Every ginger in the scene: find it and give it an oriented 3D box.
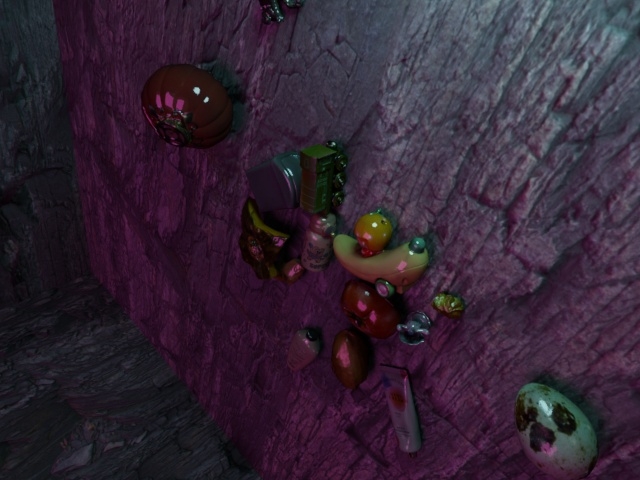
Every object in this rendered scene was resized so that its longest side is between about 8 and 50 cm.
[{"bbox_3d":[-0.119,0.109,1.718,0.190,0.069,0.095,2,112,47],"label":"ginger"}]

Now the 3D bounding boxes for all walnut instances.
[{"bbox_3d":[0.102,0.412,1.617,0.137,0.137,0.245,12,113,42],"label":"walnut"}]

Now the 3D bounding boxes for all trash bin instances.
[{"bbox_3d":[-0.132,-0.186,1.535,0.236,0.101,0.176,-7,109,51],"label":"trash bin"}]

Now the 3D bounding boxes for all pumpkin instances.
[{"bbox_3d":[-0.220,0.016,1.706,0.258,0.095,0.290,52,144,31],"label":"pumpkin"}]

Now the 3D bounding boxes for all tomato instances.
[{"bbox_3d":[0.138,0.221,1.447,0.225,0.085,0.225,37,160,16],"label":"tomato"}]

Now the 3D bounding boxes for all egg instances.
[{"bbox_3d":[0.558,0.456,1.130,0.169,0.169,0.231,-46,63,49],"label":"egg"}]

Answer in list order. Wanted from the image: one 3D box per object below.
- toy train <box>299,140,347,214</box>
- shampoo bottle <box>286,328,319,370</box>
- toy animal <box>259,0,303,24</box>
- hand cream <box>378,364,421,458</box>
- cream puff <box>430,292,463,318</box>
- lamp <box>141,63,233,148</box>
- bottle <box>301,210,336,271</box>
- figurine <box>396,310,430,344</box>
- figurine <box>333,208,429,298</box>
[{"bbox_3d":[0.004,-0.174,1.365,0.090,0.137,0.225,29,131,33],"label":"toy train"},{"bbox_3d":[-0.066,0.424,1.842,0.127,0.078,0.256,50,142,20],"label":"shampoo bottle"},{"bbox_3d":[-0.114,-0.674,1.234,0.148,0.085,0.232,42,141,23],"label":"toy animal"},{"bbox_3d":[0.276,0.585,1.590,0.125,0.078,0.340,-4,105,49],"label":"hand cream"},{"bbox_3d":[0.343,0.181,1.276,0.083,0.058,0.083,43,140,18],"label":"cream puff"},{"bbox_3d":[-0.441,-0.444,1.575,0.304,0.256,0.303,16,153,8],"label":"lamp"},{"bbox_3d":[0.000,0.000,1.500,0.110,0.097,0.209,53,145,40],"label":"bottle"},{"bbox_3d":[0.276,0.262,1.376,0.095,0.086,0.082,15,121,41],"label":"figurine"},{"bbox_3d":[0.159,0.027,1.334,0.325,0.124,0.222,20,126,44],"label":"figurine"}]
